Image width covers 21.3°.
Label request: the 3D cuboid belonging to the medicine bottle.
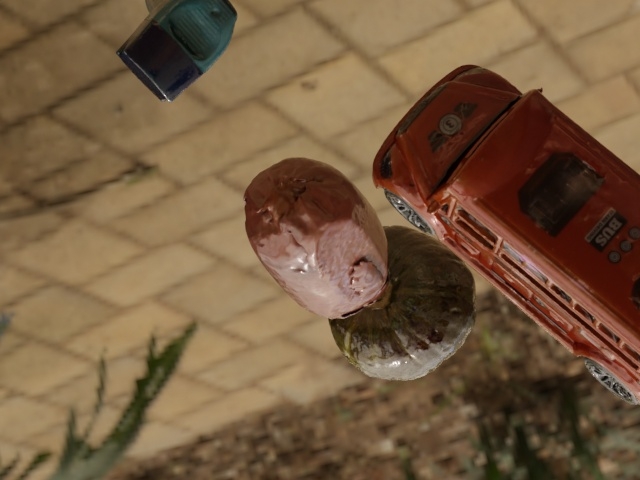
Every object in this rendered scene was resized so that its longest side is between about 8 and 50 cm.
[{"bbox_3d":[-0.152,-0.232,1.823,0.124,0.258,0.079,-43,108,6],"label":"medicine bottle"}]

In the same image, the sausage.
[{"bbox_3d":[0.000,0.000,2.043,0.152,0.152,0.280,-20,153,9],"label":"sausage"}]

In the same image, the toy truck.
[{"bbox_3d":[0.152,-0.009,1.054,0.107,0.252,0.114,-48,170,-9],"label":"toy truck"}]

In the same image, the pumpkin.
[{"bbox_3d":[0.117,0.094,2.363,0.219,0.219,0.162,-24,151,19],"label":"pumpkin"}]
